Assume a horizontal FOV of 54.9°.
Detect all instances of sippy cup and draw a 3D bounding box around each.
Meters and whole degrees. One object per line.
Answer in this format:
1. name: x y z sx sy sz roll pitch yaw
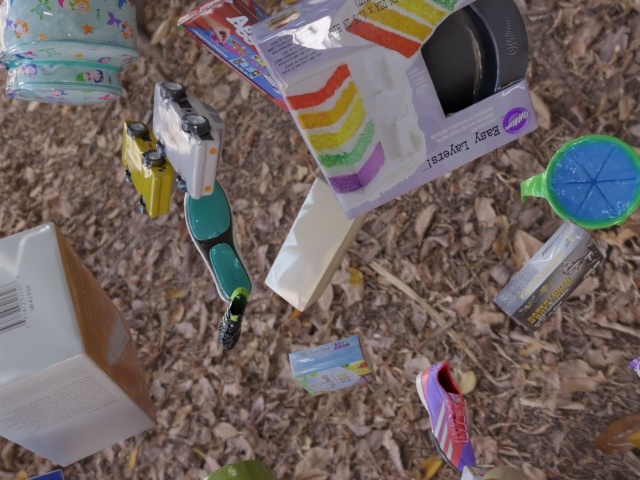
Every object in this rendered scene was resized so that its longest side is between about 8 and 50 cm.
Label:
1. sippy cup: 0.701 -0.138 1.604 0.305 0.224 0.240 35 97 17

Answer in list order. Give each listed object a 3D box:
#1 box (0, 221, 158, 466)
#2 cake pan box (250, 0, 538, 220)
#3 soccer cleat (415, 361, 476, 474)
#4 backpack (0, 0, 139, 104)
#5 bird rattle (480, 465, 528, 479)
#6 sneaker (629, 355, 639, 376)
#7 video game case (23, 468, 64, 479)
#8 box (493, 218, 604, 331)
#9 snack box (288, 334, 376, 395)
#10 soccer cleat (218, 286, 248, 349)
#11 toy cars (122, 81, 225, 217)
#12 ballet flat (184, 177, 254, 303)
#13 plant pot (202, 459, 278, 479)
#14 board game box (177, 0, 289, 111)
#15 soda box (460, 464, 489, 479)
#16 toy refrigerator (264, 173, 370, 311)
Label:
1. box: -0.390 0.170 0.915 0.168 0.345 0.215 -21 61 -11
2. cake pan box: 0.095 -0.181 0.691 0.267 0.245 0.070 -25 34 5
3. soccer cleat: 0.374 0.504 1.764 0.116 0.109 0.318 -49 46 38
4. backpack: -0.428 -0.330 1.045 0.253 0.225 0.191 -5 91 53
5. bird rattle: 0.269 0.392 0.781 0.143 0.253 0.207 -29 62 37
6. sneaker: 0.762 0.221 1.368 0.161 0.102 0.282 -14 62 24
7. video game case: -0.496 0.405 0.826 0.244 0.270 0.061 -48 58 48
8. box: 0.495 0.082 1.327 0.231 0.183 0.056 -49 53 8
9. snack box: 0.034 0.312 1.517 0.175 0.207 0.070 -16 61 5
10. soccer cleat: -0.233 0.211 1.638 0.072 0.060 0.178 -112 38 -81
11. toy cars: -0.214 -0.131 0.920 0.394 0.087 0.176 -9 89 60
12. ballet flat: -0.295 0.005 1.788 0.139 0.139 0.400 -28 77 31
13. plant pot: -0.176 0.778 1.579 0.366 0.366 0.353 -50 43 13
14. board game box: -0.098 -0.325 1.091 0.145 0.281 0.027 -9 62 40
15. soda box: 0.303 0.572 1.235 0.074 0.069 0.216 94 -169 -87
16. toy refrigerator: 0.000 0.000 1.196 0.102 0.094 0.269 36 123 13
